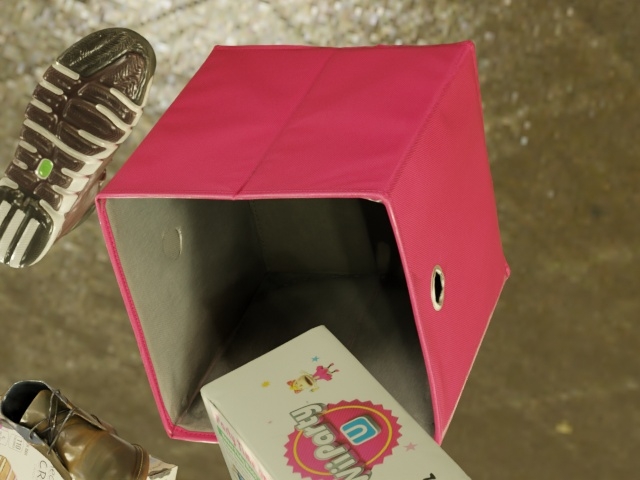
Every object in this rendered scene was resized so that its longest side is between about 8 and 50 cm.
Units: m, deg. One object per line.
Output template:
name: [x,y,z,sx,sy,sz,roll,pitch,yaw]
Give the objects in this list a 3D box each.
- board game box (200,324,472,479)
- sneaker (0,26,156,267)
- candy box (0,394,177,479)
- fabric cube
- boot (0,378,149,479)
board game box: [0.045,0.238,1.064,0.224,0.097,0.303,44,157,53]
sneaker: [-0.255,-0.107,1.818,0.106,0.281,0.162,37,-167,4]
candy box: [-0.270,0.269,1.743,0.233,0.159,0.071,17,-168,28]
fabric cube: [0.000,0.000,1.463,0.259,0.258,0.254,1,123,22]
boot: [-0.225,0.186,1.530,0.106,0.082,0.219,35,173,-21]
